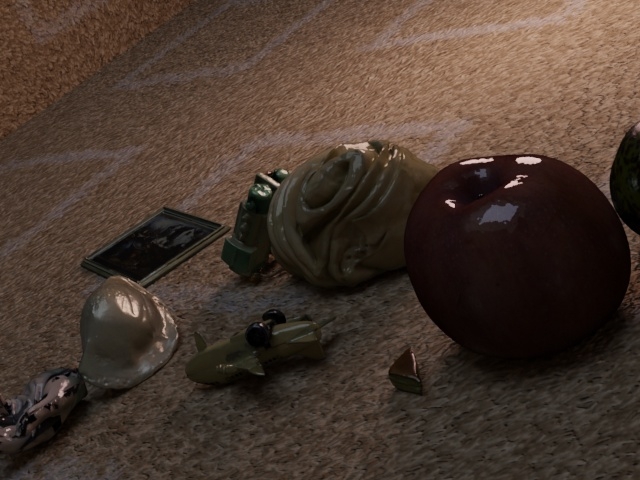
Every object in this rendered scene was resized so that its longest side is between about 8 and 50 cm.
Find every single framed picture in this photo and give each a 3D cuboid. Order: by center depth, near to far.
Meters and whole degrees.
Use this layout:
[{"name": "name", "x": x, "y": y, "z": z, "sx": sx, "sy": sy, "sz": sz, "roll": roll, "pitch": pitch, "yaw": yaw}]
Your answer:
[{"name": "framed picture", "x": -0.336, "y": 0.008, "z": 2.534, "sx": 0.232, "sy": 0.019, "sz": 0.296, "roll": -36, "pitch": 26, "yaw": -22}]

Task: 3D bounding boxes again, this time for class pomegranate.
[{"name": "pomegranate", "x": 0.494, "y": -0.057, "z": 1.642, "sx": 0.222, "sy": 0.204, "sz": 0.276, "roll": 3, "pitch": 37, "yaw": 1}]

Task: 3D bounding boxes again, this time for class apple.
[{"name": "apple", "x": 0.257, "y": 0.012, "z": 1.688, "sx": 0.305, "sy": 0.235, "sz": 0.306, "roll": -21, "pitch": 26, "yaw": 11}]

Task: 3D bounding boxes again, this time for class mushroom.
[{"name": "mushroom", "x": 0.003, "y": 0.005, "z": 2.216, "sx": 0.286, "sy": 0.028, "sz": 0.026, "roll": -28, "pitch": -18, "yaw": -8}]

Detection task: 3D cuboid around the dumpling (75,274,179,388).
[{"name": "dumpling", "x": -0.319, "y": 0.148, "z": 2.122, "sx": 0.166, "sy": 0.126, "sz": 0.216, "roll": 13, "pitch": 20, "yaw": -7}]

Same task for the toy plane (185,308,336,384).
[{"name": "toy plane", "x": -0.100, "y": 0.161, "z": 1.913, "sx": 0.244, "sy": 0.092, "sz": 0.229, "roll": -13, "pitch": 11, "yaw": 20}]

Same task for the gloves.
[{"name": "gloves", "x": -0.469, "y": 0.279, "z": 2.011, "sx": 0.127, "sy": 0.111, "sz": 0.212, "roll": 25, "pitch": 46, "yaw": 28}]

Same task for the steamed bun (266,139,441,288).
[{"name": "steamed bun", "x": 0.050, "y": -0.064, "z": 2.081, "sx": 0.289, "sy": 0.203, "sz": 0.276, "roll": 1, "pitch": 34, "yaw": 47}]

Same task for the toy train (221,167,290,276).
[{"name": "toy train", "x": -0.103, "y": -0.033, "z": 2.200, "sx": 0.081, "sy": 0.194, "sz": 0.125, "roll": 32, "pitch": 39, "yaw": 22}]

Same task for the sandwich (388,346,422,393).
[{"name": "sandwich", "x": 0.115, "y": 0.182, "z": 1.728, "sx": 0.044, "sy": 0.031, "sz": 0.083, "roll": -19, "pitch": 25, "yaw": 9}]
